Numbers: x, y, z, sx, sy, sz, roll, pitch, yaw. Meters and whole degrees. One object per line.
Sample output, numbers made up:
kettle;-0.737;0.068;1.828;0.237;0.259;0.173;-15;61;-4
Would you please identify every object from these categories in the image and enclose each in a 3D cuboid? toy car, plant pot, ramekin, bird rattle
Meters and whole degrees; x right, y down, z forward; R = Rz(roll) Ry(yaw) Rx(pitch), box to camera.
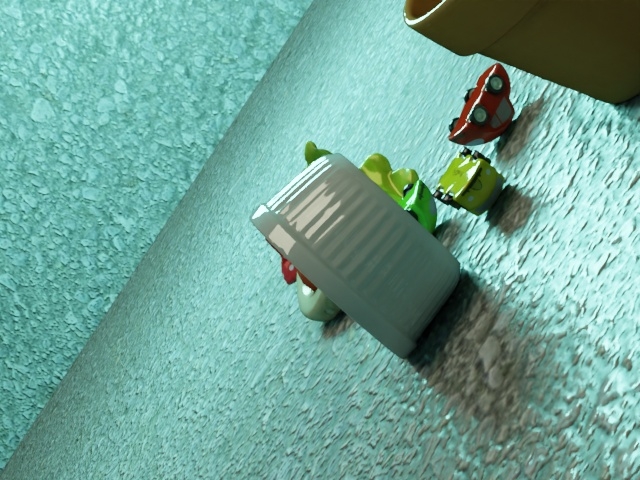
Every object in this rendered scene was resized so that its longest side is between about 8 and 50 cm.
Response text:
toy car;0.131;-0.055;1.640;0.225;0.053;0.239;-49;14;35
plant pot;0.240;-0.261;1.385;0.291;0.203;0.291;-54;13;19
ramekin;0.042;0.008;1.498;0.109;0.207;0.207;-47;13;2
bird rattle;0.000;0.000;1.859;0.253;0.143;0.207;-48;31;47
